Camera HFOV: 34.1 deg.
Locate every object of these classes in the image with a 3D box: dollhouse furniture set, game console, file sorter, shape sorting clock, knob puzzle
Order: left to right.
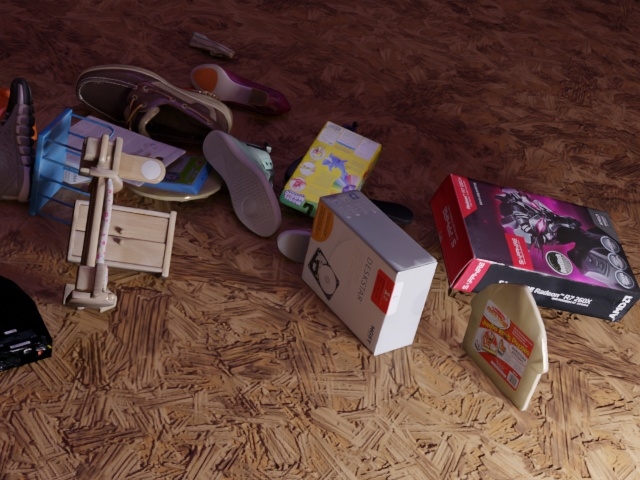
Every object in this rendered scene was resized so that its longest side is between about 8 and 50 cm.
[{"bbox_3d":[-0.595,0.142,1.550,0.361,0.044,0.213,-14,40,-36],"label":"game console"},{"bbox_3d":[-0.448,-0.127,1.890,0.104,0.170,0.118,20,33,3],"label":"file sorter"},{"bbox_3d":[-0.291,-0.039,1.636,0.173,0.303,0.355,9,-10,-17],"label":"dollhouse furniture set"},{"bbox_3d":[-0.294,-0.125,2.054,0.206,0.040,0.206,3,27,-1],"label":"shape sorting clock"},{"bbox_3d":[0.316,0.152,1.718,0.030,0.213,0.213,-10,39,-30],"label":"knob puzzle"}]

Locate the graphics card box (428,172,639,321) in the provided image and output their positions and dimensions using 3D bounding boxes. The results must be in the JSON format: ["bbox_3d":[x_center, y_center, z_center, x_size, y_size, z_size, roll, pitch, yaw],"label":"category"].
[{"bbox_3d":[0.403,0.015,1.970,0.370,0.094,0.233,13,41,-20],"label":"graphics card box"}]

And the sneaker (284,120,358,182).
[{"bbox_3d":[0.002,-0.187,2.201,0.083,0.098,0.223,28,35,21],"label":"sneaker"}]

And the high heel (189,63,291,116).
[{"bbox_3d":[-0.186,-0.347,2.417,0.244,0.082,0.117,17,2,28],"label":"high heel"}]

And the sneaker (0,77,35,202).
[{"bbox_3d":[-0.590,-0.183,1.898,0.132,0.229,0.086,-2,-1,-7],"label":"sneaker"}]

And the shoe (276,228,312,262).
[{"bbox_3d":[0.000,0.000,1.959,0.178,0.063,0.081,9,32,-16],"label":"shoe"}]

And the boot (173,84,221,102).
[{"bbox_3d":[-0.303,-0.323,2.337,0.157,0.059,0.085,2,30,-16],"label":"boot"}]

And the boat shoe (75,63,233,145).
[{"bbox_3d":[-0.358,-0.271,2.185,0.342,0.123,0.123,19,32,-2],"label":"boat shoe"}]

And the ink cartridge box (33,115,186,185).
[{"bbox_3d":[-0.412,-0.158,2.047,0.232,0.066,0.189,24,34,12],"label":"ink cartridge box"}]

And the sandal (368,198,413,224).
[{"bbox_3d":[0.110,-0.056,2.107,0.179,0.040,0.067,15,25,30],"label":"sandal"}]

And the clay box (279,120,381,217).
[{"bbox_3d":[0.019,-0.127,2.098,0.127,0.053,0.222,25,62,12],"label":"clay box"}]

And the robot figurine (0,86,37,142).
[{"bbox_3d":[-0.657,-0.228,2.002,0.219,0.158,0.128,17,1,5],"label":"robot figurine"}]

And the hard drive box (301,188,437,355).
[{"bbox_3d":[0.079,0.051,1.799,0.089,0.181,0.232,-13,41,-34],"label":"hard drive box"}]

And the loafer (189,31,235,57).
[{"bbox_3d":[-0.272,-0.479,2.605,0.125,0.039,0.045,29,3,18],"label":"loafer"}]

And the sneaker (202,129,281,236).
[{"bbox_3d":[-0.115,-0.110,2.055,0.151,0.094,0.256,9,43,-53],"label":"sneaker"}]
